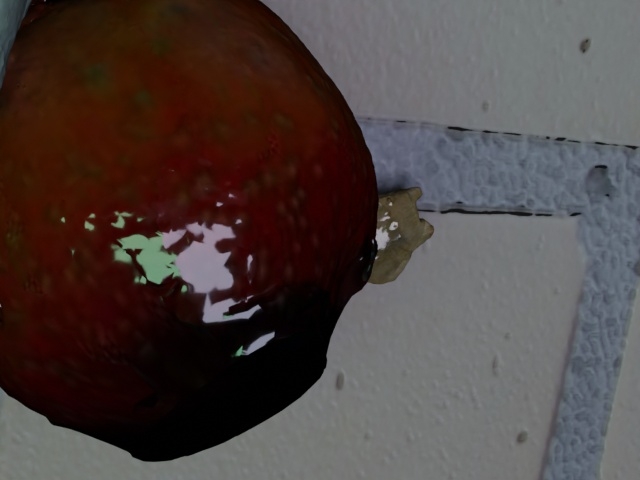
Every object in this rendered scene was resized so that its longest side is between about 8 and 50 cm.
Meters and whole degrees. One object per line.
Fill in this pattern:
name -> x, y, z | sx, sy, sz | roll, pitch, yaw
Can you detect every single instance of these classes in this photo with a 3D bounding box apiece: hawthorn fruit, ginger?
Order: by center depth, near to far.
hawthorn fruit -> -0.099, -0.017, 1.010 | 0.316, 0.316, 0.316 | -7, 111, -18
ginger -> -0.001, 0.003, 1.192 | 0.173, 0.051, 0.069 | -9, 108, -19

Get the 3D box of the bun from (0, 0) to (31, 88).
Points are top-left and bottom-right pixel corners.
bun -> -0.290, -0.138, 0.876 | 0.362, 0.362, 0.211 | -48, 134, 1
